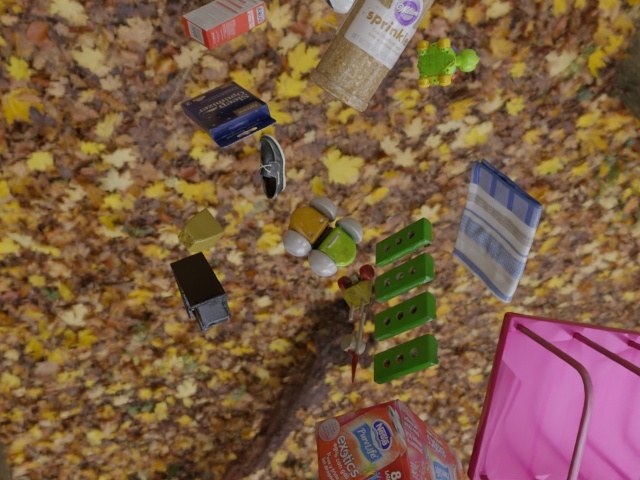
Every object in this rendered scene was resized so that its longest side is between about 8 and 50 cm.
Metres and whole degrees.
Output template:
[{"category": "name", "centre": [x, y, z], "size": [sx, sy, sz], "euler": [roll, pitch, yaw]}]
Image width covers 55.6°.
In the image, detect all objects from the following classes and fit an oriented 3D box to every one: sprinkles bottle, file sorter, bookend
[{"category": "sprinkles bottle", "centre": [0.122, -0.400, 1.035], "size": [0.121, 0.121, 0.355], "euler": [15, 115, -48]}, {"category": "file sorter", "centre": [0.338, 0.214, 0.622], "size": [0.290, 0.202, 0.182], "euler": [9, -171, -7]}, {"category": "bookend", "centre": [-0.235, 0.133, 1.242], "size": [0.072, 0.156, 0.157], "euler": [-22, 129, -17]}]

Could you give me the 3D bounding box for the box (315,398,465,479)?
[{"category": "box", "centre": [0.108, 0.332, 0.838], "size": [0.128, 0.123, 0.257], "euler": [-22, 138, 18]}]

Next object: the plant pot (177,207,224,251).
[{"category": "plant pot", "centre": [-0.309, -0.018, 1.528], "size": [0.083, 0.081, 0.081], "euler": [-32, 171, -47]}]

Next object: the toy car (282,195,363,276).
[{"category": "toy car", "centre": [0.000, 0.000, 1.448], "size": [0.159, 0.182, 0.136], "euler": [-51, 178, -23]}]

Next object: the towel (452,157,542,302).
[{"category": "towel", "centre": [0.388, -0.018, 1.368], "size": [0.034, 0.209, 0.285], "euler": [-17, 134, -23]}]

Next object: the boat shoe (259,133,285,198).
[{"category": "boat shoe", "centre": [-0.171, -0.250, 2.067], "size": [0.079, 0.084, 0.233], "euler": [-47, 143, -42]}]

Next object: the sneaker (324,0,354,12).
[{"category": "sneaker", "centre": [-0.005, -0.614, 1.397], "size": [0.094, 0.153, 0.235], "euler": [-11, 126, 26]}]

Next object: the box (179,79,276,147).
[{"category": "box", "centre": [-0.200, -0.277, 1.305], "size": [0.136, 0.225, 0.036], "euler": [-29, 131, -17]}]

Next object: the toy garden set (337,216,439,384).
[{"category": "toy garden set", "centre": [0.106, 0.112, 0.951], "size": [0.049, 0.244, 0.204], "euler": [28, 139, -30]}]

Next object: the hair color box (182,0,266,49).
[{"category": "hair color box", "centre": [-0.216, -0.503, 1.376], "size": [0.167, 0.093, 0.053], "euler": [-38, 148, -25]}]

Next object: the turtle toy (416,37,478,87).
[{"category": "turtle toy", "centre": [0.254, -0.361, 1.233], "size": [0.130, 0.095, 0.066], "euler": [7, -165, 40]}]
